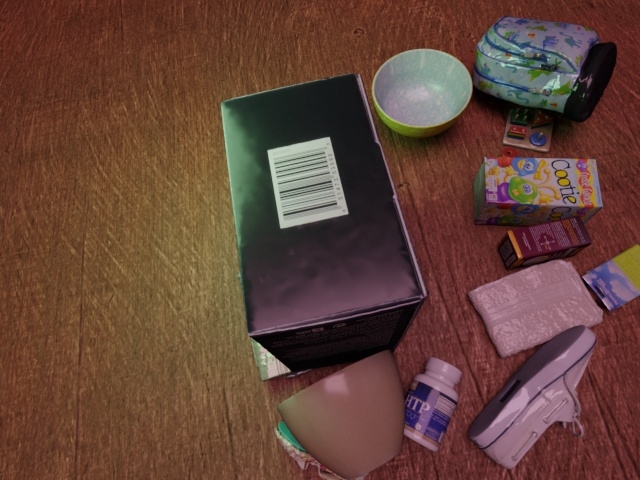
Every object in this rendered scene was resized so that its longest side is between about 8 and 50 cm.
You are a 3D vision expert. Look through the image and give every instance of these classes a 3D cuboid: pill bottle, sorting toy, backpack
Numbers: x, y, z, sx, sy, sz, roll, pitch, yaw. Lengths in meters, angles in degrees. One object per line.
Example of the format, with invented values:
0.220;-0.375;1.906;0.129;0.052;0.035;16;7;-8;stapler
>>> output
0.257;0.378;0.966;0.111;0.112;0.187;24;73;16;pill bottle
0.637;-0.351;1.250;0.132;0.046;0.275;15;70;13;sorting toy
0.633;-0.515;1.211;0.355;0.274;0.290;19;54;40;backpack

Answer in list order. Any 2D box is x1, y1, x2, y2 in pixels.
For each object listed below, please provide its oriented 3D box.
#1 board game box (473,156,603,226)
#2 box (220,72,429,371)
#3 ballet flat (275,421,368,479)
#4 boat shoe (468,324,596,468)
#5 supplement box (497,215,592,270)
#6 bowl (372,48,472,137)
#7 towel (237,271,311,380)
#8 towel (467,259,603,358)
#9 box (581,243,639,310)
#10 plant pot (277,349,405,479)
0.573;-0.128;1.114;0.274;0.142;0.145;3;68;9;board game box
0.000;0.000;0.916;0.296;0.472;0.481;-12;65;1;box
-0.006;0.511;0.967;0.240;0.091;0.077;17;96;18;ballet flat
0.516;0.366;0.923;0.156;0.136;0.367;43;87;11;boat shoe
0.581;0.009;1.078;0.187;0.104;0.081;-13;67;2;supplement box
0.303;-0.419;1.261;0.288;0.156;0.290;-3;68;7;bowl
-0.050;0.192;1.124;0.311;0.056;0.325;-16;65;-3;towel
0.546;0.167;1.049;0.281;0.049;0.187;-21;66;-1;towel
0.767;0.098;1.050;0.178;0.042;0.109;-28;67;-5;box
0.072;0.389;0.893;0.283;0.284;0.191;-26;68;-4;plant pot
